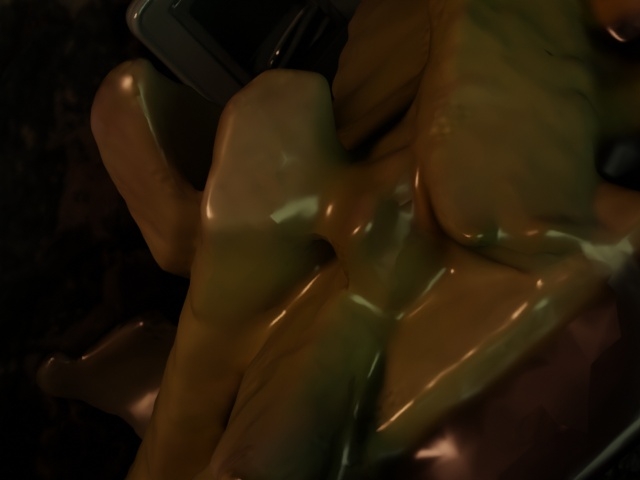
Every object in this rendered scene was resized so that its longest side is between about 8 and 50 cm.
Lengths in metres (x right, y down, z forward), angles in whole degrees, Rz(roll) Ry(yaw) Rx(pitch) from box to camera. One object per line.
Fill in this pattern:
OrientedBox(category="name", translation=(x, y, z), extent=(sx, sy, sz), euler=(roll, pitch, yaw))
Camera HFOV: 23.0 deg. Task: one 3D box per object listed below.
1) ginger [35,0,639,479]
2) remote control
OrientedBox(category="ginger", translation=(0.000, 0.000, 0.626), extent=(0.413, 0.358, 0.211), euler=(-42, 92, -4))
OrientedBox(category="remote control", translation=(0.027, -0.183, 0.714), extent=(0.293, 0.051, 0.103), euler=(-54, 130, -9))
